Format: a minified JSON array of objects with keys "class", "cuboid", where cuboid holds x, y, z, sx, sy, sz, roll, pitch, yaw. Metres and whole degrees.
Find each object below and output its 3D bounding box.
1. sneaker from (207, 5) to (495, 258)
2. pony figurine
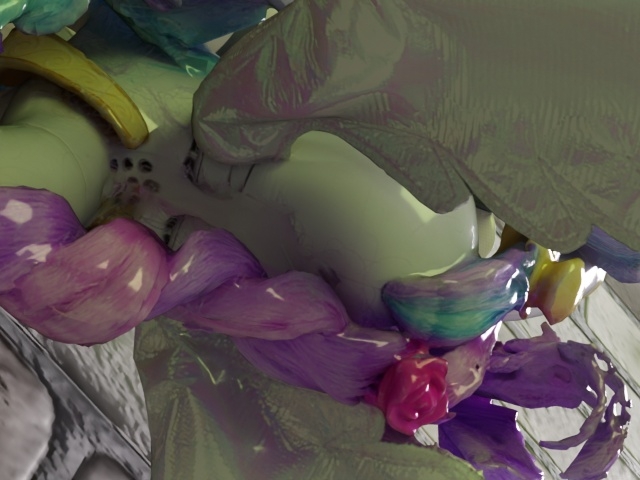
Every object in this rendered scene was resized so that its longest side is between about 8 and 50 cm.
[{"class":"sneaker","cuboid":[0.047,-0.026,0.903,0.235,0.094,0.153,19,40,-55]},{"class":"pony figurine","cuboid":[0.000,0.000,0.590,0.351,0.303,0.363,23,20,13]}]
